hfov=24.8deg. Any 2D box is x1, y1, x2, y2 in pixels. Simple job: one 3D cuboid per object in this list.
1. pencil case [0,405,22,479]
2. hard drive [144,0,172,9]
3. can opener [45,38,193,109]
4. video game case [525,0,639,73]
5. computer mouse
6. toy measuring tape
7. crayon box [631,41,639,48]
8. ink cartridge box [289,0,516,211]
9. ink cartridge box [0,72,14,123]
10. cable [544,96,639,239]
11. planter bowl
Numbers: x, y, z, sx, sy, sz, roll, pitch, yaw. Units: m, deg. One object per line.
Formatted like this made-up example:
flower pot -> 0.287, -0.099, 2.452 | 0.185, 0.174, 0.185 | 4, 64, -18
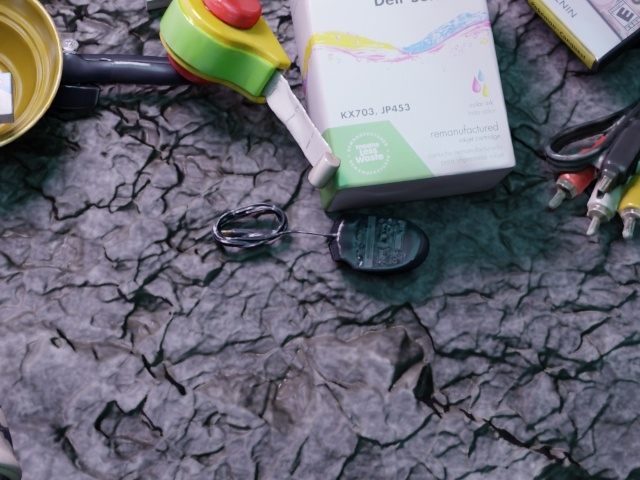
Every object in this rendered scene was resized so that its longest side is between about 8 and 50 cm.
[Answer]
pencil case -> -0.431, 0.091, 1.466 | 0.160, 0.183, 0.410 | -12, 71, -29
hard drive -> -0.081, -0.400, 1.749 | 0.307, 0.040, 0.203 | -13, 75, -10
can opener -> -0.233, -0.193, 1.660 | 0.186, 0.073, 0.059 | -4, 31, -11
video game case -> 0.341, -0.363, 1.700 | 0.275, 0.035, 0.248 | -37, 74, -10
computer mouse -> 0.000, 0.000, 1.617 | 0.242, 0.041, 0.071 | 7, 70, 4
toy measuring tape -> -0.093, -0.186, 1.583 | 0.121, 0.121, 0.330 | -22, 56, -13
crayon box -> 0.429, -0.399, 1.782 | 0.202, 0.081, 0.318 | -7, 71, -8
ink cartridge box -> 0.080, -0.226, 1.634 | 0.207, 0.119, 0.353 | -8, 79, -8
ink cartridge box -> -0.367, -0.148, 1.540 | 0.083, 0.028, 0.048 | -3, 72, -6
cable -> 0.362, -0.123, 1.701 | 0.139, 0.072, 0.287 | 26, 56, 23
planter bowl -> -0.391, -0.180, 1.612 | 0.217, 0.090, 0.217 | 2, 72, -5
